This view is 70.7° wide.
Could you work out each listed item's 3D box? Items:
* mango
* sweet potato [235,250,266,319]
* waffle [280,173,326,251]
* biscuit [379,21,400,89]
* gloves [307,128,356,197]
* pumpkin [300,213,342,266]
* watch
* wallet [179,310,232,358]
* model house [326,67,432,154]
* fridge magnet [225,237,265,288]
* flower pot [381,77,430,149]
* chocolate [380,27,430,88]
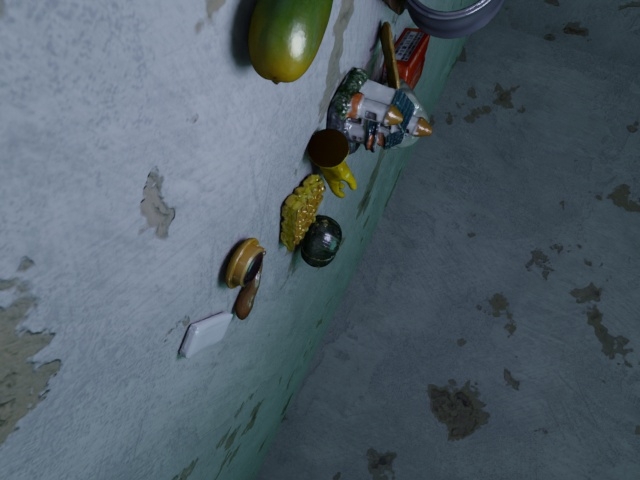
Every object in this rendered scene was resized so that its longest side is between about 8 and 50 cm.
[{"bbox_3d":[-0.047,-0.390,0.785,0.156,0.114,0.251,63,40,-61],"label":"mango"},{"bbox_3d":[-0.198,0.130,1.286,0.050,0.050,0.214,-9,121,-74],"label":"sweet potato"},{"bbox_3d":[-0.050,-0.095,1.420,0.219,0.057,0.229,-55,165,-37],"label":"waffle"},{"bbox_3d":[0.223,-0.556,1.415,0.118,0.029,0.247,-108,-173,-81],"label":"biscuit"},{"bbox_3d":[0.044,-0.227,1.397,0.294,0.116,0.133,55,28,-74],"label":"gloves"},{"bbox_3d":[0.000,0.001,1.596,0.190,0.146,0.190,-57,-168,19],"label":"pumpkin"},{"bbox_3d":[0.344,-0.735,1.186,0.335,0.327,0.314,-68,167,11],"label":"watch"},{"bbox_3d":[-0.288,0.236,1.152,0.095,0.033,0.190,-65,167,8],"label":"wallet"},{"bbox_3d":[0.190,-0.353,1.394,0.271,0.301,0.190,90,21,-61],"label":"model house"},{"bbox_3d":[-0.190,0.060,1.140,0.143,0.063,0.143,-62,170,-19],"label":"fridge magnet"},{"bbox_3d":[0.262,-0.445,1.615,0.195,0.246,0.246,-35,173,14],"label":"flower pot"},{"bbox_3d":[0.320,-0.660,1.732,0.237,0.108,0.234,-58,166,-22],"label":"chocolate"}]
